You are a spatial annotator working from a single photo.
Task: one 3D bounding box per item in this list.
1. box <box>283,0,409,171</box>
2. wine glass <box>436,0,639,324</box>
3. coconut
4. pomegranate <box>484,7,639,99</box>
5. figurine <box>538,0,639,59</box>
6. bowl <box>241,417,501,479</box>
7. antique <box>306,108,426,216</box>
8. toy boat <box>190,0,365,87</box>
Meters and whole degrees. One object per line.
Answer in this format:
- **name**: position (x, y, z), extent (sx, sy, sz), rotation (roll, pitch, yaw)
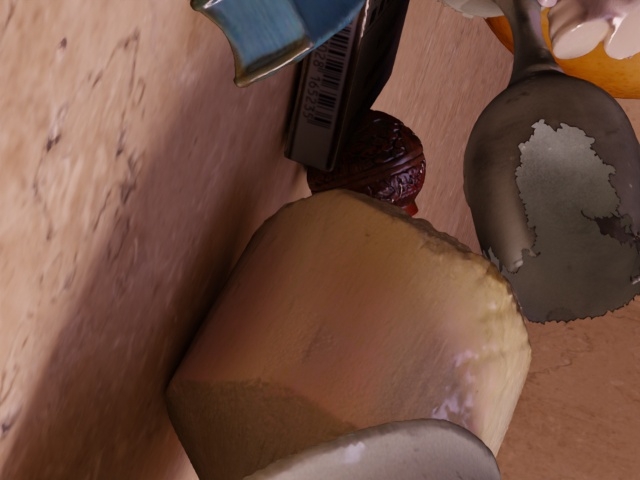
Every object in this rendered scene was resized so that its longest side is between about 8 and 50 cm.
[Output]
- **box**: position (0.045, -0.230, 1.237), extent (0.180, 0.047, 0.325), rotation (-59, 165, -55)
- **wine glass**: position (0.167, -0.097, 1.267), extent (0.143, 0.143, 0.321), rotation (94, -10, -58)
- **coconut**: position (0.014, 0.114, 1.165), extent (0.244, 0.239, 0.239), rotation (-62, 168, -22)
- **pomegranate**: position (0.307, -0.336, 1.516), extent (0.416, 0.416, 0.417), rotation (19, 90, -81)
- **figurine**: position (0.173, -0.268, 1.214), extent (0.144, 0.182, 0.257), rotation (90, -17, -56)
- **bowl**: position (-0.005, 0.326, 0.972), extent (0.435, 0.196, 0.435), rotation (-29, 147, -21)
- **antique**: position (0.037, -0.060, 1.373), extent (0.104, 0.104, 0.104), rotation (19, 90, -81)
- **toy boat**: position (-0.020, -0.149, 0.975), extent (0.075, 0.077, 0.185), rotation (60, 30, -17)
